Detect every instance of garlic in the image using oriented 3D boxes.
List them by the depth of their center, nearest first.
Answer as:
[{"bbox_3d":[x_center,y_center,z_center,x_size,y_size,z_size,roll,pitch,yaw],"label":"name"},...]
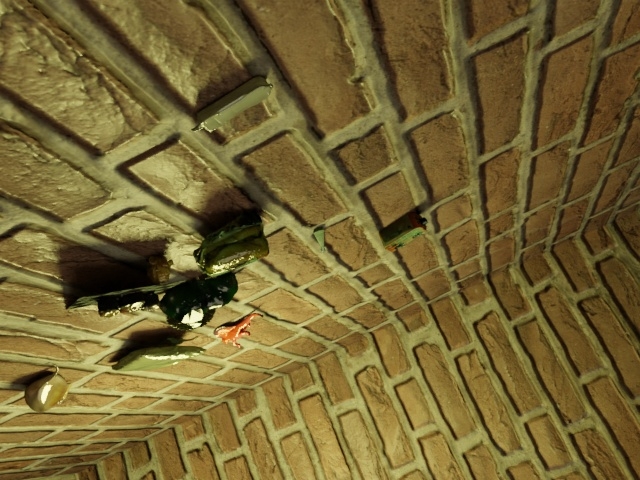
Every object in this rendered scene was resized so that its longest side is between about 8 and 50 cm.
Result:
[{"bbox_3d":[-1.001,0.541,2.168,0.128,0.149,0.266,21,151,-8],"label":"garlic"}]

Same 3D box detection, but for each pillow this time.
[{"bbox_3d":[-0.625,0.449,2.309,0.274,0.076,0.280,3,159,-41],"label":"pillow"}]

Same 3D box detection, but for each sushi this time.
[{"bbox_3d":[-0.553,0.182,1.703,0.294,0.059,0.292,-8,172,-33],"label":"sushi"}]

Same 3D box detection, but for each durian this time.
[{"bbox_3d":[-0.442,0.259,2.126,0.215,0.086,0.100,-15,-169,-12],"label":"durian"}]

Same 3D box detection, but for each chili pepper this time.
[{"bbox_3d":[-0.385,0.192,1.935,0.264,0.116,0.148,-16,154,-21],"label":"chili pepper"}]

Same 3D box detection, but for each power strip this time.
[{"bbox_3d":[-0.179,-0.267,1.189,0.191,0.030,0.047,-28,159,11],"label":"power strip"}]

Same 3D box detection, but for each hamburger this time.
[{"bbox_3d":[-0.244,0.017,1.650,0.214,0.125,0.235,-27,174,-17],"label":"hamburger"}]

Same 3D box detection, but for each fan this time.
[{"bbox_3d":[0.000,0.000,2.014,0.038,0.016,0.193,-19,157,-3],"label":"fan"}]

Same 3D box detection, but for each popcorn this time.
[{"bbox_3d":[-0.455,0.076,1.660,0.084,0.084,0.084,-20,158,-8],"label":"popcorn"}]

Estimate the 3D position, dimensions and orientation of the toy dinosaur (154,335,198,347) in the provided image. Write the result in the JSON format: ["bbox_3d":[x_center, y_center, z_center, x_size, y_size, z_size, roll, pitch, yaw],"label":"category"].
[{"bbox_3d":[-0.565,0.390,2.314,0.180,0.037,0.058,-4,166,4],"label":"toy dinosaur"}]

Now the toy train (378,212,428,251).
[{"bbox_3d":[0.299,-0.033,2.168,0.188,0.072,0.099,-34,150,27],"label":"toy train"}]

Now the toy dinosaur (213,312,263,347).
[{"bbox_3d":[-0.355,0.356,2.454,0.138,0.070,0.286,16,139,-26],"label":"toy dinosaur"}]
